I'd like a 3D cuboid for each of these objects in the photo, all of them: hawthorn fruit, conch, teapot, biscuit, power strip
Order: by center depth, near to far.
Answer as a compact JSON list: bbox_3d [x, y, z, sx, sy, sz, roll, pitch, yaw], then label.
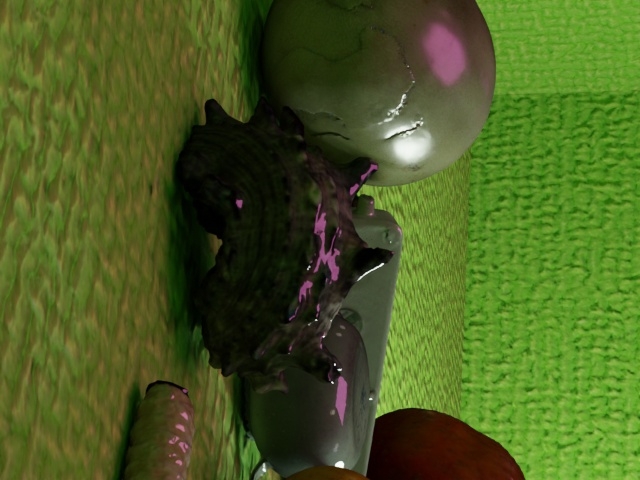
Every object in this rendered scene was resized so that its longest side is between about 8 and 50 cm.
[{"bbox_3d":[-0.140,0.214,1.353,0.061,0.055,0.219,93,4,-49],"label":"biscuit"},{"bbox_3d":[-0.044,0.006,1.595,0.241,0.186,0.313,126,-48,-62],"label":"conch"},{"bbox_3d":[-0.018,0.172,1.818,0.193,0.129,0.294,71,23,-59],"label":"teapot"},{"bbox_3d":[0.029,0.127,1.947,0.062,0.091,0.385,-108,-155,-69],"label":"power strip"},{"bbox_3d":[0.108,0.369,2.153,0.369,0.284,0.285,-9,98,-59],"label":"hawthorn fruit"}]

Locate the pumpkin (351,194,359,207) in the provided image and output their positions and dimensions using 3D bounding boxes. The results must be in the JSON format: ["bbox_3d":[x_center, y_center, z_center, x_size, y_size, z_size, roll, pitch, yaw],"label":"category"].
[{"bbox_3d":[0.003,0.002,1.992,0.163,0.111,0.279,63,29,-57],"label":"pumpkin"}]

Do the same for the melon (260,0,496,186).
[{"bbox_3d":[0.066,-0.211,1.908,0.330,0.268,0.269,50,39,-54],"label":"melon"}]

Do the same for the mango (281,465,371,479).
[{"bbox_3d":[-0.005,0.350,1.678,0.191,0.160,0.290,-15,137,-41],"label":"mango"}]
